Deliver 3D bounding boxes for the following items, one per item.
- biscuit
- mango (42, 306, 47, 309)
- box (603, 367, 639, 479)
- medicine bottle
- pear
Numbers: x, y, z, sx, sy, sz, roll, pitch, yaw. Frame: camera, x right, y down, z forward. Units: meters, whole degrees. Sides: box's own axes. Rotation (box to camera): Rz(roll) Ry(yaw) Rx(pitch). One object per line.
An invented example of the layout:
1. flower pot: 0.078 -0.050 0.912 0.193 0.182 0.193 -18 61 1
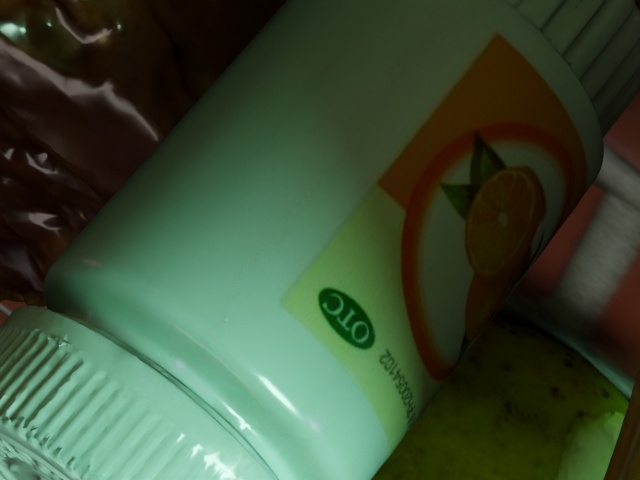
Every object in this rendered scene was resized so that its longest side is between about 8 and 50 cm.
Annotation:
1. biscuit: -0.207 -0.117 0.987 0.395 0.166 0.342 -12 126 46
2. mango: -0.098 0.059 1.302 0.252 0.154 0.126 19 146 16
3. box: 0.199 0.070 0.640 0.116 0.264 0.415 33 156 18
4. medicine bottle: 0.000 0.000 0.758 0.158 0.318 0.158 33 158 15
5. pear: 0.103 0.156 1.114 0.286 0.176 0.282 6 139 50
